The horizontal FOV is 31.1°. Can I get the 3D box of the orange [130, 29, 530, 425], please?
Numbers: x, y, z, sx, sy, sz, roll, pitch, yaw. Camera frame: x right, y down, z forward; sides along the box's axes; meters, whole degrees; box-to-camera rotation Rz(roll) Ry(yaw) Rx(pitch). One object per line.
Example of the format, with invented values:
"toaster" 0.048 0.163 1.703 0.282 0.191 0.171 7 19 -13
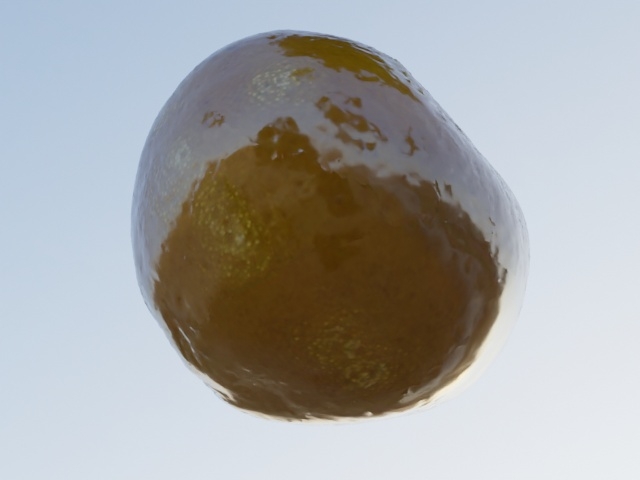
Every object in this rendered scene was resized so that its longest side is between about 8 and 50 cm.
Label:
"orange" 0.000 0.000 0.434 0.136 0.159 0.159 -42 -53 7
